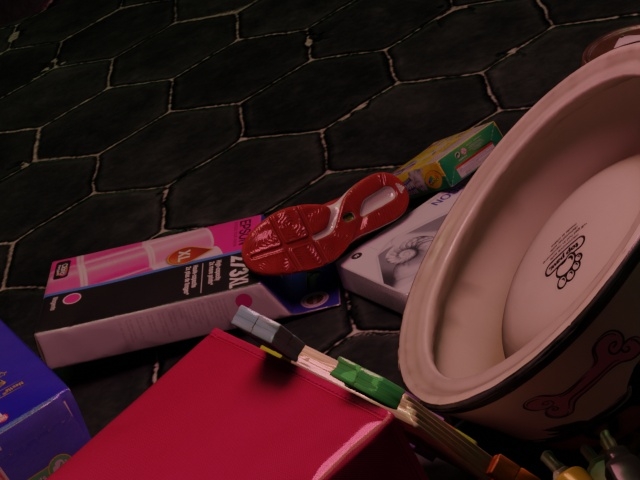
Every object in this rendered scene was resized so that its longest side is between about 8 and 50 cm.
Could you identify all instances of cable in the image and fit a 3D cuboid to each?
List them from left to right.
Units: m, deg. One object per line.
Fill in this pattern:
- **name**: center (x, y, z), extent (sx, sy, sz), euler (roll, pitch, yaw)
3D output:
- **cable**: center (0.291, 0.256, 1.292), extent (0.140, 0.072, 0.287), euler (-13, 47, -8)

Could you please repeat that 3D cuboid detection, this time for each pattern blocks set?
- **pattern blocks set**: center (0.067, 0.146, 1.345), extent (0.285, 0.325, 0.026), euler (26, 81, 26)

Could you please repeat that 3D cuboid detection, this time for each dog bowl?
- **dog bowl**: center (0.255, 0.018, 1.500), extent (0.408, 0.150, 0.408), euler (-48, 19, 22)

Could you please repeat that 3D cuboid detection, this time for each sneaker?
- **sneaker**: center (0.000, 0.000, 1.953), extent (0.221, 0.087, 0.128), euler (-21, -13, -17)

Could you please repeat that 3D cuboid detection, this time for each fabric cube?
- **fabric cube**: center (-0.058, 0.272, 1.287), extent (0.258, 0.259, 0.254), euler (-42, 33, -22)

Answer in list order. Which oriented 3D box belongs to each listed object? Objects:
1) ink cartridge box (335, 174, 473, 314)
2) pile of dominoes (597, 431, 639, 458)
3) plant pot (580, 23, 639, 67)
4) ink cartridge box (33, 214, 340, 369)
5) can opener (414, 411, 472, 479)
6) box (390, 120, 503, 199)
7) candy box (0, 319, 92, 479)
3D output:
- **ink cartridge box**: center (0.163, 0.012, 1.865), extent (0.223, 0.045, 0.224), euler (-33, 29, -21)
- **pile of dominoes**: center (0.348, 0.215, 1.354), extent (0.251, 0.040, 0.196), euler (3, 36, 42)
- **plant pot**: center (0.360, -0.109, 1.716), extent (0.215, 0.230, 0.215), euler (-14, 30, 8)
- **ink cartridge box**: center (-0.163, 0.055, 1.979), extent (0.371, 0.069, 0.175), euler (-11, 29, 5)
- **can opener**: center (0.015, 0.242, 1.521), extent (0.280, 0.074, 0.093), euler (-27, 28, -8)
- **box**: center (0.149, -0.095, 2.031), extent (0.105, 0.043, 0.179), euler (-35, 10, -24)
- **candy box**: center (-0.433, 0.229, 1.836), extent (0.268, 0.122, 0.317), euler (-30, 27, -17)
